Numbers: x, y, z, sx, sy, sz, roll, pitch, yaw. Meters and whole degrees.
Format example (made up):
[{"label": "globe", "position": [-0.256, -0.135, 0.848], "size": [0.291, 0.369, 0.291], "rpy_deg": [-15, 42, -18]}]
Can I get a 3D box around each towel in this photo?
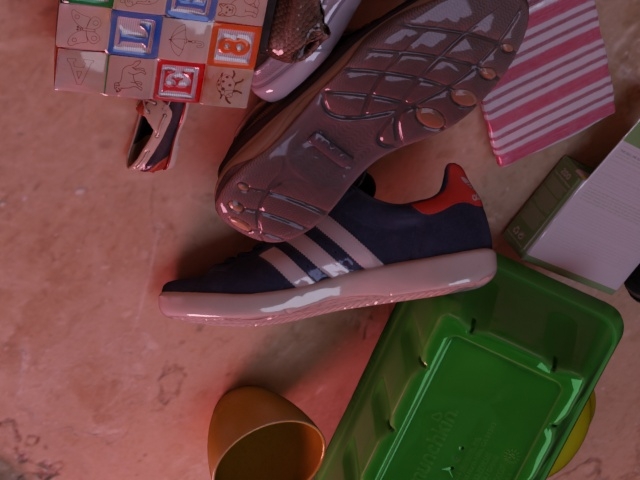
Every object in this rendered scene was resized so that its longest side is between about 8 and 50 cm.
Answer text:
[{"label": "towel", "position": [0.228, -0.176, 1.677], "size": [0.144, 0.029, 0.197], "rpy_deg": [-26, 133, -5]}]

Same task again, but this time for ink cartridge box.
[{"label": "ink cartridge box", "position": [0.341, -0.056, 1.821], "size": [0.171, 0.056, 0.235], "rpy_deg": [20, 115, -39]}]

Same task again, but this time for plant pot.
[{"label": "plant pot", "position": [-0.073, 0.219, 1.810], "size": [0.134, 0.095, 0.134], "rpy_deg": [-14, 133, -16]}]

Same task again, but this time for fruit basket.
[{"label": "fruit basket", "position": [0.184, 0.191, 1.851], "size": [0.283, 0.392, 0.392], "rpy_deg": [25, 120, 1]}]

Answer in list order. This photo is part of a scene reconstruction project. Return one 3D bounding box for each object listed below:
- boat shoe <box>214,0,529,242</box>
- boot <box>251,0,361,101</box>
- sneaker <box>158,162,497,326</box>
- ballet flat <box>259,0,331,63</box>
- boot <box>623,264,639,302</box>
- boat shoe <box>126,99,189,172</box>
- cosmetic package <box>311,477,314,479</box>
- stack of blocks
[{"label": "boat shoe", "position": [0.032, -0.148, 1.511], "size": [0.355, 0.130, 0.132], "rpy_deg": [-36, 128, 18]}, {"label": "boot", "position": [-0.018, -0.253, 1.445], "size": [0.123, 0.095, 0.258], "rpy_deg": [28, 109, -28]}, {"label": "sneaker", "position": [0.000, 0.000, 1.655], "size": [0.350, 0.148, 0.131], "rpy_deg": [-10, 173, 5]}, {"label": "ballet flat", "position": [-0.002, -0.256, 1.341], "size": [0.058, 0.084, 0.250], "rpy_deg": [16, 124, 3]}, {"label": "boot", "position": [0.479, 0.051, 1.961], "size": [0.236, 0.085, 0.178], "rpy_deg": [-29, 138, -13]}, {"label": "boat shoe", "position": [-0.153, -0.119, 1.507], "size": [0.043, 0.049, 0.137], "rpy_deg": [-4, 134, -22]}, {"label": "cosmetic package", "position": [-0.028, 0.398, 1.971], "size": [0.238, 0.127, 0.107], "rpy_deg": [-38, 136, 4]}, {"label": "stack of blocks", "position": [-0.124, -0.262, 1.336], "size": [0.171, 0.087, 0.297], "rpy_deg": [5, 127, -12]}]
